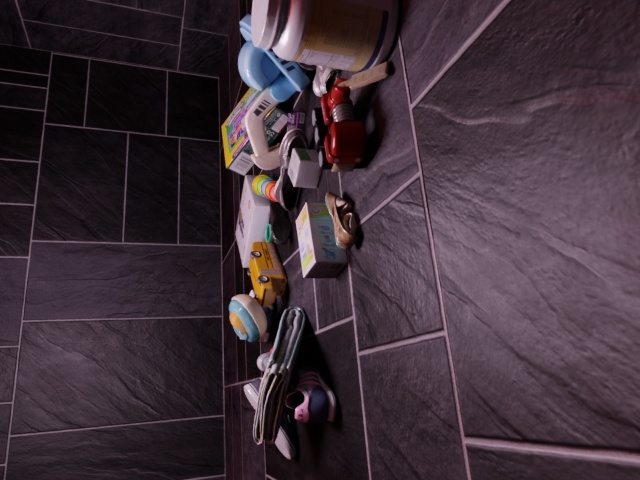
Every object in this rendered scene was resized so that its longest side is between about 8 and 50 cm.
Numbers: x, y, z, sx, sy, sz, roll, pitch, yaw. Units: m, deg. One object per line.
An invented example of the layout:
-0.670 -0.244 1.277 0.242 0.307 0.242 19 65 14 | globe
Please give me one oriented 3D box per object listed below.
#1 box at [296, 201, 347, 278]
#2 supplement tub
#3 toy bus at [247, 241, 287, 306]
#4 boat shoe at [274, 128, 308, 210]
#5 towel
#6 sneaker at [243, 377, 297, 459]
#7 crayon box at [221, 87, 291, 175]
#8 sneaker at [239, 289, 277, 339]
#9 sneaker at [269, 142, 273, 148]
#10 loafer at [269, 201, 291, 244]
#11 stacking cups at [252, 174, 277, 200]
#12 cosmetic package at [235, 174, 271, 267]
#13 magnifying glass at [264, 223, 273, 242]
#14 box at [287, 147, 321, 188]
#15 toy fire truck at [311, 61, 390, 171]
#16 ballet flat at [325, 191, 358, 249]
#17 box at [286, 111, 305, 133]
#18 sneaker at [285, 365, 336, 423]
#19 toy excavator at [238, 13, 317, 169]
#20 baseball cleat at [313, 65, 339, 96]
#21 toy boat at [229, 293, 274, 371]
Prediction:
0.000 0.000 1.414 0.114 0.103 0.203 125 142 -55 | box
0.005 -0.545 1.142 0.228 0.315 0.229 -178 90 -70 | supplement tub
-0.229 0.137 1.986 0.333 0.130 0.108 -117 36 -53 | toy bus
-0.096 -0.247 1.713 0.096 0.112 0.335 61 151 33 | boat shoe
-0.135 0.445 1.592 0.374 0.090 0.321 -69 -8 -68 | towel
-0.159 0.656 1.787 0.321 0.127 0.126 52 148 24 | sneaker
-0.291 -0.520 2.072 0.363 0.106 0.313 -43 42 29 | crayon box
-0.284 0.336 2.151 0.323 0.130 0.237 142 135 -69 | sneaker
-0.261 -0.449 2.187 0.091 0.094 0.258 94 173 -53 | sneaker
-0.165 -0.061 1.926 0.078 0.080 0.220 100 166 -47 | loafer
-0.211 -0.224 2.006 0.316 0.095 0.096 -152 66 -67 | stacking cups
-0.344 -0.096 2.375 0.285 0.097 0.378 -117 34 -48 | cosmetic package
-0.218 -0.051 2.127 0.231 0.026 0.092 141 128 -63 | magnifying glass
-0.052 -0.245 1.601 0.101 0.087 0.102 -114 34 -50 | box
0.080 -0.324 1.207 0.246 0.158 0.217 108 157 -61 | toy fire truck
0.066 -0.067 1.323 0.067 0.073 0.206 -37 52 30 | ballet flat
-0.100 -0.439 1.835 0.162 0.029 0.116 -147 62 -65 | box
-0.058 0.476 1.488 0.319 0.130 0.112 -174 85 -71 | sneaker
-0.182 -0.537 1.657 0.445 0.433 0.222 -44 30 3 | toy excavator
0.025 -0.559 1.475 0.109 0.072 0.206 15 107 55 | baseball cleat
-0.260 0.358 1.842 0.318 0.148 0.268 43 154 24 | toy boat
